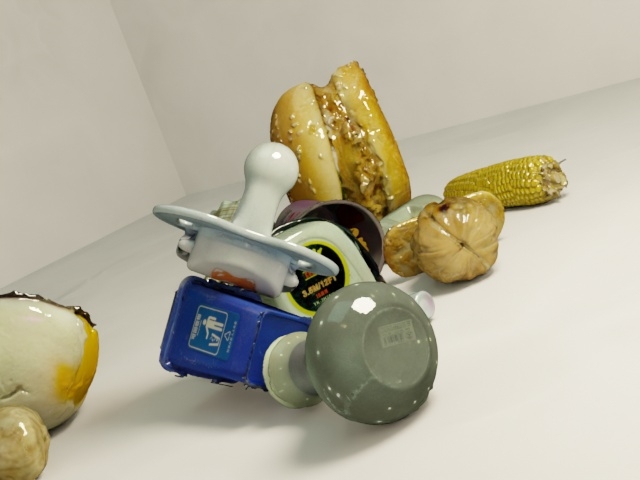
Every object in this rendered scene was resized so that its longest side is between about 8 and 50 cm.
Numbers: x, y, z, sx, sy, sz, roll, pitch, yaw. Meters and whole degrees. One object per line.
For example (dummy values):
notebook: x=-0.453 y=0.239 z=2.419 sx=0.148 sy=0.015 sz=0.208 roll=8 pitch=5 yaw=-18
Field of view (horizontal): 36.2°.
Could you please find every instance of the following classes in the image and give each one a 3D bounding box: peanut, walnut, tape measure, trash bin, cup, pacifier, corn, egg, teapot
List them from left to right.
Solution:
peanut: x=-0.512 y=0.324 z=1.529 sx=0.253 sy=0.122 sz=0.137 roll=-18 pitch=2 yaw=35
egg: x=-0.536 y=0.242 z=1.692 sx=0.337 sy=0.201 sz=0.337 roll=-9 pitch=-30 yaw=-5
trash bin: x=-0.114 y=0.154 z=1.501 sx=0.184 sy=0.162 sz=0.235 roll=18 pitch=-6 yaw=-38
pacifier: x=-0.101 y=-0.041 z=1.523 sx=0.300 sy=0.233 sz=0.244 roll=20 pitch=-5 yaw=-8
tape measure: x=-0.013 y=0.052 z=1.735 sx=0.235 sy=0.207 sz=0.115 roll=-29 pitch=11 yaw=-28
cup: x=0.000 y=0.000 z=1.943 sx=0.203 sy=0.203 sz=0.288 roll=-22 pitch=13 yaw=-9
teapot: x=0.026 y=0.156 z=1.287 sx=0.184 sy=0.183 sz=0.251 roll=-28 pitch=4 yaw=-35
walnut: x=0.233 y=-0.002 z=1.707 sx=0.156 sy=0.155 sz=0.184 roll=-20 pitch=12 yaw=3
corn: x=0.386 y=-0.119 z=2.090 sx=0.106 sy=0.106 sz=0.305 roll=-29 pitch=13 yaw=-36

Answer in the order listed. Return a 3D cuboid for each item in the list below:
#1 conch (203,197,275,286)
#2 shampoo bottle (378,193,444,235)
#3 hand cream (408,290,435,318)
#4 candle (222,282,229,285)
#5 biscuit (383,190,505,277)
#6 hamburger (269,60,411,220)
conch: x=-0.184 y=0.032 z=2.279 sx=0.203 sy=0.169 sz=0.386 roll=8 pitch=62 yaw=16
shampoo bottle: x=0.161 y=-0.016 z=2.033 sx=0.118 sy=0.087 sz=0.234 roll=-14 pitch=12 yaw=45
hand cream: x=0.110 y=0.123 z=1.602 sx=0.174 sy=0.047 sz=0.076 roll=-21 pitch=8 yaw=44
candle: x=-0.193 y=0.167 z=1.822 sx=0.048 sy=0.051 sz=0.329 roll=-36 pitch=16 yaw=12
biscuit: x=0.232 y=-0.011 z=1.817 sx=0.247 sy=0.118 sz=0.029 roll=-22 pitch=23 yaw=-9
hamburger: x=0.056 y=-0.140 z=2.177 sx=0.268 sy=0.445 sz=0.287 roll=-20 pitch=41 yaw=-8
